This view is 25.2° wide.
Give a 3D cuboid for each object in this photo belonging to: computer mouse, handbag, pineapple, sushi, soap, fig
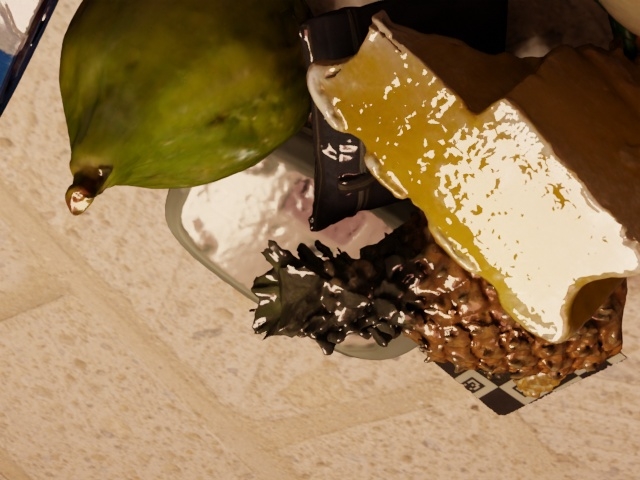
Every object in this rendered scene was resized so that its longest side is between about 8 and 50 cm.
[{"bbox_3d":[0.000,-0.003,1.479,0.331,0.095,0.197,35,111,-15],"label":"computer mouse"},{"bbox_3d":[0.077,-0.127,1.293,0.211,0.088,0.254,-23,140,-16],"label":"handbag"},{"bbox_3d":[0.112,0.039,1.343,0.362,0.202,0.202,-3,140,-17],"label":"pineapple"},{"bbox_3d":[0.196,0.126,1.589,0.215,0.050,0.192,39,132,-22],"label":"sushi"},{"bbox_3d":[0.197,-0.114,1.236,0.304,0.339,0.169,48,131,5],"label":"soap"},{"bbox_3d":[-0.109,-0.139,1.241,0.233,0.314,0.233,-1,112,-3],"label":"fig"}]

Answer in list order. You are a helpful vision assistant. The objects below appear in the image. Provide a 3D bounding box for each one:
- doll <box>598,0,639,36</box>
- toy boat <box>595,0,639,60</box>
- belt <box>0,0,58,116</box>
[{"bbox_3d":[0.336,-0.196,1.091,0.330,0.174,0.235,29,140,-33],"label":"doll"},{"bbox_3d":[0.217,-0.218,1.193,0.088,0.089,0.229,-37,128,16],"label":"toy boat"},{"bbox_3d":[-0.286,-0.232,1.248,0.117,0.212,0.347,28,140,-10],"label":"belt"}]
